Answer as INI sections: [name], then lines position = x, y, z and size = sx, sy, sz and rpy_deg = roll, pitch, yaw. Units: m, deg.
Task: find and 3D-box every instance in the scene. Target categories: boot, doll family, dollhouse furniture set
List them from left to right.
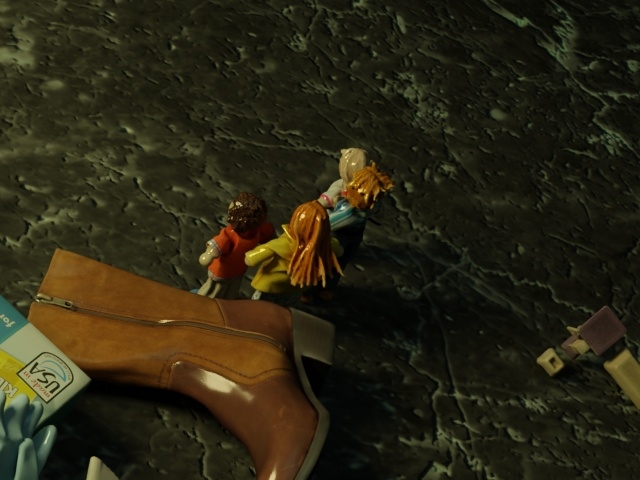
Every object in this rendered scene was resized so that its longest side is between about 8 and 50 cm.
[boot]
position = -0.131, 0.122, 1.541
size = 0.280, 0.096, 0.264
rpy_deg = 16, 44, -8
[doll family]
position = 0.000, 0.000, 1.704
size = 0.118, 0.163, 0.263
rpy_deg = 41, 39, 20
[dollhouse furniture set]
position = 0.291, 0.138, 1.837
size = 0.114, 0.091, 0.081
rpy_deg = 50, -5, -3

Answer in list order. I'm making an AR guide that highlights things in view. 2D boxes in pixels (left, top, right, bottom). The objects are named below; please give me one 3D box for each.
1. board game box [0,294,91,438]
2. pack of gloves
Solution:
[board game box]
position = -0.376, 0.124, 1.367
size = 0.254, 0.079, 0.336
rpy_deg = 42, 38, 4
[pack of gloves]
position = -0.221, 0.240, 1.341
size = 0.195, 0.046, 0.232
rpy_deg = 51, 26, -27
